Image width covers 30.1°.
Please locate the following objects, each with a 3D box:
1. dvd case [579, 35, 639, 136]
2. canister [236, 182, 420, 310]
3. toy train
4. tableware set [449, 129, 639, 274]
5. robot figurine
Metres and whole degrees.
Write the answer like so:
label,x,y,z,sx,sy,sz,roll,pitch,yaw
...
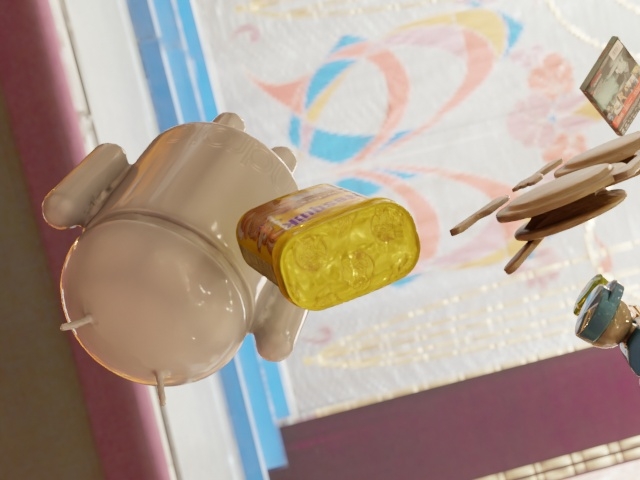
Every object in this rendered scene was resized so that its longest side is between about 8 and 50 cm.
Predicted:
label,x,y,z,sx,sy,sz,roll,pitch,yaw
dvd case,0.398,-0.205,1.594,0.013,0.087,0.119,27,-8,47
canister,0.000,0.000,1.071,0.170,0.126,0.073,-153,-136,-70
toy train,0.308,0.083,1.152,0.105,0.143,0.248,-58,180,11
tableware set,0.184,-0.033,0.794,0.194,0.128,0.039,-30,98,-54
robot figurine,-0.143,0.011,1.261,0.200,0.299,0.353,-57,-176,44
